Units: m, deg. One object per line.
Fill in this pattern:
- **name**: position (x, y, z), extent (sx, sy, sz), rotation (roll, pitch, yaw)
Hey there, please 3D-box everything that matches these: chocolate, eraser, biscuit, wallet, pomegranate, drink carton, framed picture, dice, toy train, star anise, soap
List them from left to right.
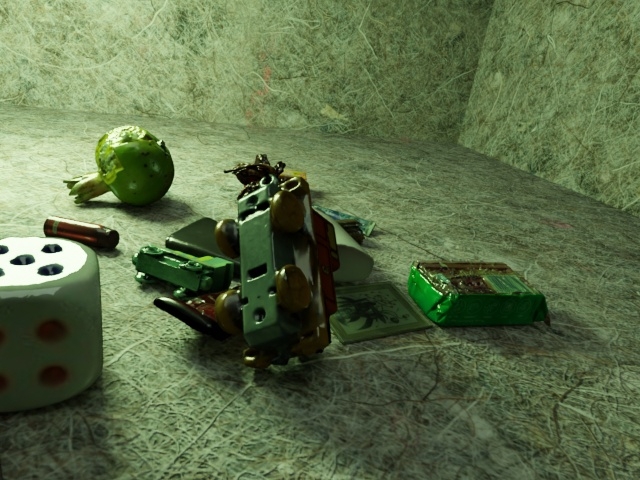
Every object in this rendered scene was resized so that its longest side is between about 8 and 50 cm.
- **dice**: position (-0.419, 0.114, 0.698), extent (0.191, 0.194, 0.194), rotation (-4, 27, -27)
- **pomegranate**: position (-0.574, -0.194, 1.400), extent (0.301, 0.236, 0.236), rotation (-32, 34, -9)
- **toy train**: position (-0.299, 0.062, 1.033), extent (0.200, 0.083, 0.132), rotation (19, 13, 22)
- **biscuit**: position (-0.178, 0.131, 0.919), extent (0.151, 0.064, 0.235), rotation (23, 19, 29)
- **wallet**: position (-0.168, 0.036, 1.173), extent (0.377, 0.051, 0.197), rotation (19, 23, 15)
- **star anise**: position (-0.184, -0.200, 1.619), extent (0.220, 0.190, 0.125), rotation (-33, 4, -38)
- **drink carton**: position (-0.163, -0.220, 1.763), extent (0.222, 0.071, 0.096), rotation (7, 21, -6)
- **toy train**: position (-0.061, 0.046, 0.884), extent (0.231, 0.163, 0.370), rotation (31, 44, -49)
- **chocolate**: position (-0.030, -0.028, 1.364), extent (0.328, 0.065, 0.102), rotation (-3, 26, -23)
- **eraser**: position (0.000, 0.000, 1.181), extent (0.173, 0.095, 0.270), rotation (11, 17, -24)
- **framed picture**: position (0.104, 0.147, 1.041), extent (0.231, 0.010, 0.173), rotation (-4, 33, -30)
- **soap**: position (0.360, 0.120, 1.117), extent (0.273, 0.098, 0.218), rotation (1, 23, -18)

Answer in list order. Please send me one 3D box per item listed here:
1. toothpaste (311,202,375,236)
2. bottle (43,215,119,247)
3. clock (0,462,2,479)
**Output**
- **toothpaste**: position (0.039, -0.072, 1.528), extent (0.268, 0.047, 0.069), rotation (19, 11, 13)
- **bottle**: position (-0.559, -0.016, 1.140), extent (0.164, 0.060, 0.060), rotation (11, 22, 4)
- **clock**: position (-0.450, 0.257, 0.504), extent (0.196, 0.068, 0.197), rotation (8, 23, -3)
